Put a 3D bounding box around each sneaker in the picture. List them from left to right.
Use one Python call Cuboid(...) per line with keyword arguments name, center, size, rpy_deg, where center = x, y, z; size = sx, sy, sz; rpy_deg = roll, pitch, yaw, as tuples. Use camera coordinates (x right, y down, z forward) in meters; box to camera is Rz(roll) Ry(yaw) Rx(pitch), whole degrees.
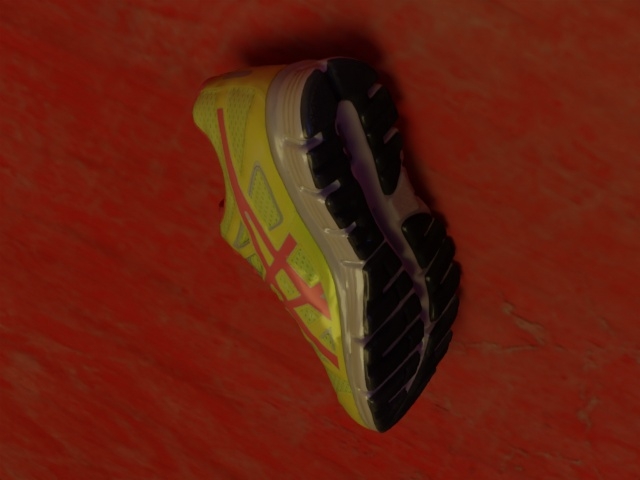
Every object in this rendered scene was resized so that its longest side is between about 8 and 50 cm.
Cuboid(name="sneaker", center=(0.000, 0.000, 0.804), size=(0.094, 0.081, 0.208), rpy_deg=(11, 131, 35))
